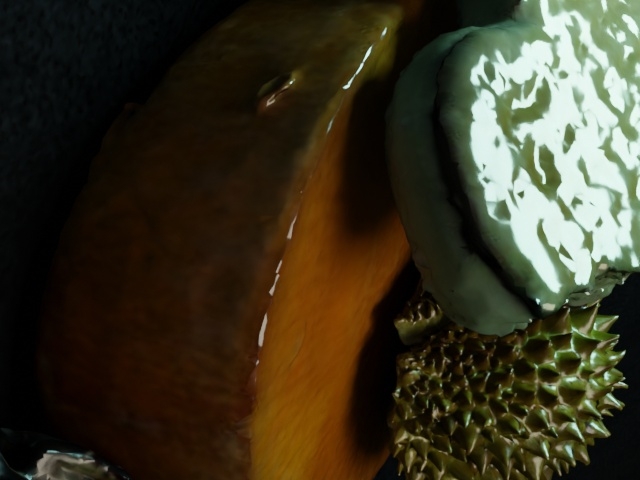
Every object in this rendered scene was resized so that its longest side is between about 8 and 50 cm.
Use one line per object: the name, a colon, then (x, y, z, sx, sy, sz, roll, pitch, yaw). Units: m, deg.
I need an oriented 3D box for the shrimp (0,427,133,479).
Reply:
shrimp: (-0.109, 0.165, 0.492, 0.178, 0.075, 0.289, -47, 136, -4)

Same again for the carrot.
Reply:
carrot: (0.000, 0.000, 0.595, 0.307, 0.100, 0.258, -40, 145, -56)

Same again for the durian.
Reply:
durian: (0.096, 0.044, 0.613, 0.146, 0.102, 0.208, 81, 25, -43)

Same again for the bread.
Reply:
bread: (0.100, -0.049, 0.530, 0.172, 0.064, 0.232, 35, 53, -27)
